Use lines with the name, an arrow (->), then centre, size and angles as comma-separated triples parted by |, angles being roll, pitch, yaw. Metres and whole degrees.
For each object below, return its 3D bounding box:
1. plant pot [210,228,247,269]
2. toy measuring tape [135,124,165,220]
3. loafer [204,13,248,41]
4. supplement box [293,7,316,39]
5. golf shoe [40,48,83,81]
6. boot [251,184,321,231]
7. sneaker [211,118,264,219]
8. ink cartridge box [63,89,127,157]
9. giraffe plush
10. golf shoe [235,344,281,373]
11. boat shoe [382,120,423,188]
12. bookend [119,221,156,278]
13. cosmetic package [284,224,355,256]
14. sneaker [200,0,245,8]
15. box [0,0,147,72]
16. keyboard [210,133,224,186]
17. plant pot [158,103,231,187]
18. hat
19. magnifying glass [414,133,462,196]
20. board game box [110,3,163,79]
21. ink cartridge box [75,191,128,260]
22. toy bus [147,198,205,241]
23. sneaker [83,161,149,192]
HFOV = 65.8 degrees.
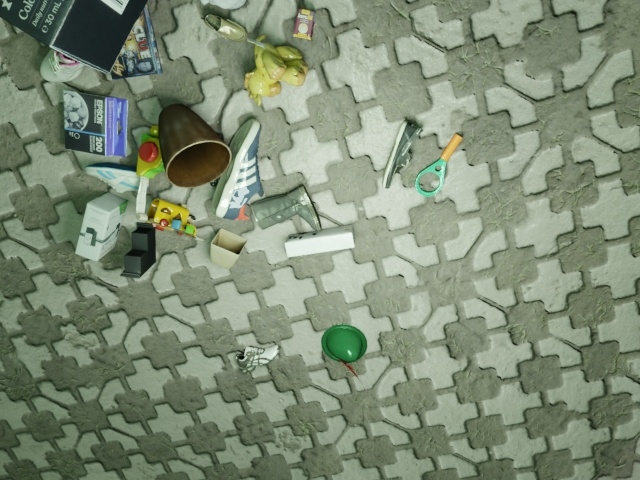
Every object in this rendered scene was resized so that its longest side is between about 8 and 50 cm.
plant pot -> -0.343, 0.040, 1.804 | 0.109, 0.109, 0.096 | 23, 123, -3
toy measuring tape -> -0.561, -0.229, 1.682 | 0.122, 0.121, 0.329 | 5, 89, 3
loafer -> -0.302, -0.669, 1.558 | 0.148, 0.050, 0.056 | 20, 111, -2
supplement box -> -0.049, -0.671, 1.538 | 0.055, 0.043, 0.083 | 11, 110, 2
golf shoe -> -0.806, -0.585, 1.571 | 0.307, 0.140, 0.115 | -16, 107, 26
boot -> -0.119, -0.083, 1.749 | 0.209, 0.076, 0.189 | -25, 92, 7
sneaker -> -0.248, -0.232, 1.688 | 0.148, 0.131, 0.349 | 17, 101, -30
ink cartridge box -> -0.776, -0.399, 1.707 | 0.209, 0.045, 0.206 | 9, 111, 0
giraffe plush -> -0.163, -0.518, 1.557 | 0.210, 0.181, 0.170 | 23, 133, -15
golf shoe -> -0.251, 0.454, 1.961 | 0.198, 0.077, 0.093 | -31, 105, 14
boat shoe -> 0.265, -0.273, 1.637 | 0.079, 0.084, 0.232 | 20, 108, -2
bookend -> -0.663, 0.034, 1.798 | 0.073, 0.157, 0.156 | 7, 112, 2
cosmetic package -> 0.000, 0.000, 1.756 | 0.239, 0.099, 0.060 | -9, 110, 8
sneaker -> -0.210, -0.818, 1.455 | 0.366, 0.210, 0.137 | -42, 105, -17
box -> -0.715, -0.793, 1.300 | 0.472, 0.297, 0.479 | 31, 97, 2
keyboard -> -0.350, -0.279, 1.724 | 0.108, 0.023, 0.180 | -5, 111, 7
plant pot -> -0.434, -0.326, 1.608 | 0.215, 0.215, 0.230 | -38, 65, 17
hat -> 0.098, 0.439, 1.864 | 0.209, 0.183, 0.172 | 17, 111, -1
magnifying glass -> 0.401, -0.251, 1.664 | 0.092, 0.026, 0.230 | 28, 110, -5
board game box -> -0.619, -0.655, 1.597 | 0.165, 0.042, 0.243 | -5, 110, 7
ink cartridge box -> -0.787, -0.050, 1.781 | 0.087, 0.153, 0.208 | 23, 112, -5
toy bus -> -0.513, -0.081, 1.766 | 0.191, 0.202, 0.104 | 13, 81, 7
sneaker -> -0.723, -0.220, 1.747 | 0.229, 0.087, 0.092 | 11, 112, 3
